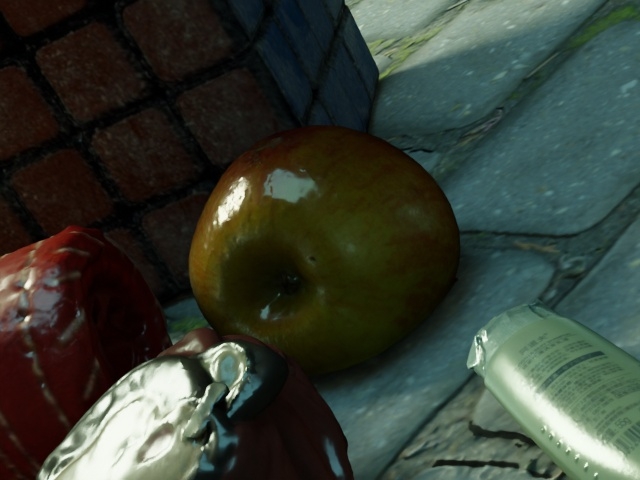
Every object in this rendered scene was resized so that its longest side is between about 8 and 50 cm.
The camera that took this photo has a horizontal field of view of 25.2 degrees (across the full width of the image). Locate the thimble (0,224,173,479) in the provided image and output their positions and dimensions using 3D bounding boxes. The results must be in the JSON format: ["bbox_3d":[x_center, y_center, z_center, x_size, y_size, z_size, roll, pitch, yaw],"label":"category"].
[{"bbox_3d":[-0.186,0.083,1.003,0.125,0.163,0.189,-22,31,12],"label":"thimble"}]

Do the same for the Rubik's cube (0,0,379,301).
[{"bbox_3d":[-0.173,-0.162,1.263,0.343,0.344,0.337,-20,24,18],"label":"Rubik's cube"}]

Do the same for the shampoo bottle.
[{"bbox_3d":[0.146,0.090,0.751,0.072,0.049,0.212,-35,25,-3],"label":"shampoo bottle"}]

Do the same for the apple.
[{"bbox_3d":[0.000,0.000,0.999,0.195,0.160,0.173,-8,9,29],"label":"apple"}]

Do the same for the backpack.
[{"bbox_3d":[-0.074,0.144,0.799,0.229,0.139,0.229,-39,26,23],"label":"backpack"}]
